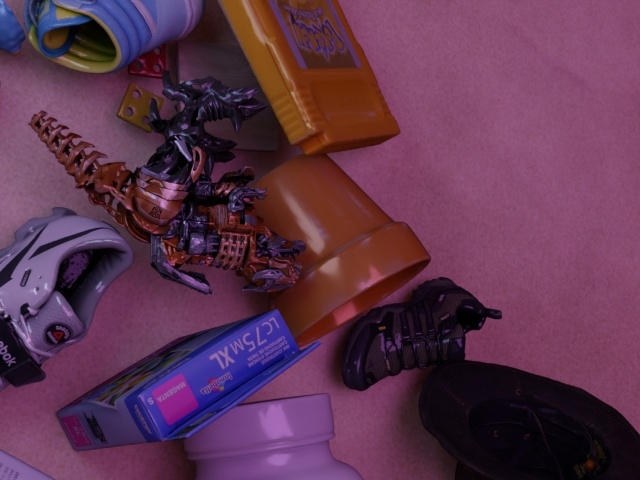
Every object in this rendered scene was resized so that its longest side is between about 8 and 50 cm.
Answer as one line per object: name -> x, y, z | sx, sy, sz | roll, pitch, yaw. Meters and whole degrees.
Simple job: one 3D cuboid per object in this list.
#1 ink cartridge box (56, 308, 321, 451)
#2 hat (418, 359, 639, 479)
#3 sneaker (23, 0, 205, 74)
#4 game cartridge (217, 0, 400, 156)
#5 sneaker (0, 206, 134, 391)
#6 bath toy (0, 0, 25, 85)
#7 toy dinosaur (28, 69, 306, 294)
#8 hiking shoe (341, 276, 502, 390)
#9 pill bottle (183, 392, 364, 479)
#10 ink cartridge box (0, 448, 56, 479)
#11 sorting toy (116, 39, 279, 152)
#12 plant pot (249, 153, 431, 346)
ink cartridge box -> -0.149, 0.151, 1.372 | 0.186, 0.311, 0.065 | -31, 98, -31
hat -> 0.265, 0.292, 1.673 | 0.331, 0.331, 0.134 | 5, 122, -29
sneaker -> -0.295, -0.325, 1.447 | 0.319, 0.127, 0.208 | 44, 47, -3
game cartridge -> -0.028, -0.260, 1.560 | 0.323, 0.053, 0.285 | 62, 23, 3
sneaker -> -0.332, 0.092, 1.364 | 0.330, 0.146, 0.122 | -51, 129, -24
bath toy -> -0.461, -0.141, 1.355 | 0.151, 0.129, 0.348 | 20, 67, 17
toy dinosaur -> -0.157, -0.064, 1.420 | 0.322, 0.164, 0.218 | 38, 57, -29
hiking shoe -> 0.127, 0.124, 1.638 | 0.227, 0.114, 0.086 | -35, 126, -30
pill bottle -> -0.045, 0.384, 1.437 | 0.229, 0.229, 0.407 | -5, 84, -30
ink cartridge box -> -0.434, 0.291, 1.197 | 0.395, 0.151, 0.270 | 34, 60, -19
sorting toy -> -0.131, -0.176, 1.596 | 0.275, 0.046, 0.132 | 1, 80, -30
plant pot -> 0.000, 0.000, 1.566 | 0.205, 0.205, 0.188 | -26, 79, -31
